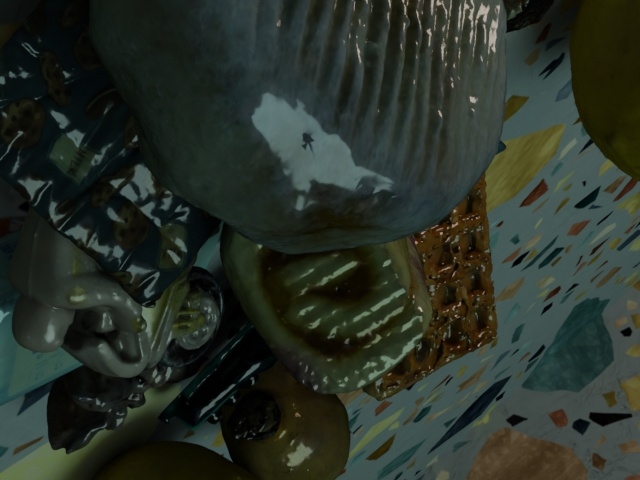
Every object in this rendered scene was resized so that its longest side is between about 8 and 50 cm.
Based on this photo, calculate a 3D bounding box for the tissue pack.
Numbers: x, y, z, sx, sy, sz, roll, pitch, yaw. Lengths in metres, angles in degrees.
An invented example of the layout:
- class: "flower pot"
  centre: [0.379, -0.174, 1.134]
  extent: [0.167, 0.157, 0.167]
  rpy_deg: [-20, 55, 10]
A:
- class: "tissue pack"
  centre: [-0.223, 0.040, 1.348]
  extent: [0.263, 0.089, 0.177]
  rpy_deg: [-29, 156, -36]

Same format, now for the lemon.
- class: "lemon"
  centre: [0.460, -0.222, 1.683]
  extent: [0.350, 0.350, 0.387]
  rpy_deg: [-50, 166, 20]

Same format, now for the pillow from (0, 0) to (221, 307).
- class: "pillow"
  centre: [-0.149, -0.083, 1.095]
  extent: [0.189, 0.034, 0.255]
  rpy_deg: [-56, 133, -16]

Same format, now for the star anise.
- class: "star anise"
  centre: [-0.200, 0.133, 1.549]
  extent: [0.229, 0.093, 0.236]
  rpy_deg: [-49, 164, 11]

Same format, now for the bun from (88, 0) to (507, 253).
- class: "bun"
  centre: [-0.018, -0.159, 1.030]
  extent: [0.211, 0.362, 0.362]
  rpy_deg: [-15, -178, 42]

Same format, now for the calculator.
- class: "calculator"
  centre: [-0.077, 0.128, 1.694]
  extent: [0.274, 0.058, 0.248]
  rpy_deg: [-45, 179, -9]

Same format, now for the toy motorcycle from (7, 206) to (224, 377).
- class: "toy motorcycle"
  centre: [-0.177, -0.005, 1.195]
  extent: [0.223, 0.107, 0.341]
  rpy_deg: [-36, 133, -39]

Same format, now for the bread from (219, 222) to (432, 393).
- class: "bread"
  centre: [0.000, 0.000, 1.298]
  extent: [0.155, 0.187, 0.338]
  rpy_deg: [-27, -165, 6]

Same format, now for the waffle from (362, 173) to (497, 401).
- class: "waffle"
  centre: [0.092, -0.001, 1.579]
  extent: [0.212, 0.091, 0.308]
  rpy_deg: [-22, 114, -35]

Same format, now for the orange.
- class: "orange"
  centre: [-0.181, 0.388, 1.828]
  extent: [0.279, 0.279, 0.235]
  rpy_deg: [101, 11, -58]

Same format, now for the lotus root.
- class: "lotus root"
  centre: [-0.056, 0.247, 1.911]
  extent: [0.183, 0.183, 0.310]
  rpy_deg: [-42, 158, 0]

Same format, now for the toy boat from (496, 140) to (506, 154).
- class: "toy boat"
  centre: [0.134, -0.085, 1.718]
  extent: [0.238, 0.098, 0.109]
  rpy_deg: [-28, 158, -33]

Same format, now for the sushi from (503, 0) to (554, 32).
- class: "sushi"
  centre: [0.203, -0.280, 1.477]
  extent: [0.078, 0.090, 0.150]
  rpy_deg: [-19, 152, -38]
